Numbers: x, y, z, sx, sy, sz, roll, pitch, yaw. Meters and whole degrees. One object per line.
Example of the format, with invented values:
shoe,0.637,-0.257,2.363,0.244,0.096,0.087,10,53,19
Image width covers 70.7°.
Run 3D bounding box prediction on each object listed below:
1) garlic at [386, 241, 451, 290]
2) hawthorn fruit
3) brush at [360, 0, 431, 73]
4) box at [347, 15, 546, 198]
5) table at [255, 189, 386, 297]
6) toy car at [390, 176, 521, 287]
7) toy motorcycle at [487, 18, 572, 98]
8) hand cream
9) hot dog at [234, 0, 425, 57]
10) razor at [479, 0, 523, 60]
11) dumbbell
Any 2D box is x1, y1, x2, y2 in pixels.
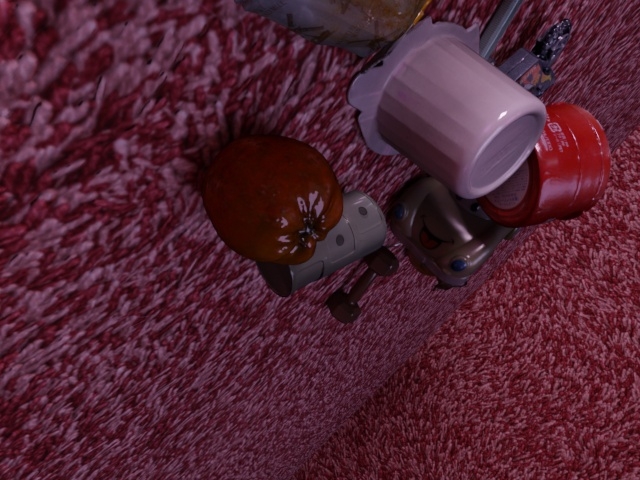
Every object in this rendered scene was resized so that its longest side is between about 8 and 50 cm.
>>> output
garlic,0.318,0.050,1.256,0.257,0.207,0.207,-13,141,-34
hawthorn fruit,-0.067,-0.054,0.600,0.189,0.189,0.189,-33,151,-21
brush,0.158,-0.340,0.622,0.272,0.013,0.103,-48,-166,-5
box,0.211,-0.196,0.720,0.291,0.206,0.262,-8,135,-43
table,0.000,0.000,0.820,0.220,0.126,0.126,-25,148,-30
toy car,0.358,-0.090,1.047,0.336,0.242,0.226,-34,158,-22
toy motorcycle,0.394,-0.312,0.938,0.307,0.108,0.173,-42,159,2
hand cream,0.400,-0.140,0.852,0.150,0.230,0.230,-9,143,-13
hot dog,0.015,-0.293,0.475,0.271,0.082,0.162,-3,128,-44
razor,0.342,-0.421,0.777,0.111,0.056,0.278,-11,146,-46
dumbbell,0.109,0.118,1.185,0.092,0.082,0.231,5,126,-55
